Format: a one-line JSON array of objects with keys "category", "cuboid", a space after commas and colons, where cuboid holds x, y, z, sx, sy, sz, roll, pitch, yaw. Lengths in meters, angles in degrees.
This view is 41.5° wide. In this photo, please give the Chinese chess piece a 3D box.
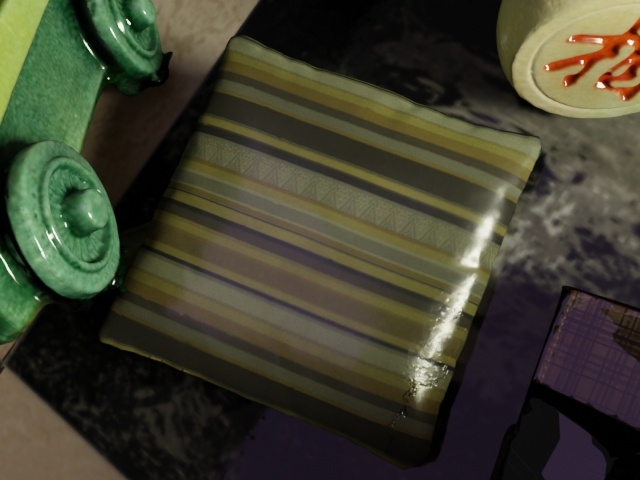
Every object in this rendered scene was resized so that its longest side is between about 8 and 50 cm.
[{"category": "Chinese chess piece", "cuboid": [0.157, -0.115, 0.460, 0.122, 0.122, 0.051, -5, 66, 16]}]

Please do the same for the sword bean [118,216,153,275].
[{"category": "sword bean", "cuboid": [-0.189, 0.029, 0.551, 0.269, 0.043, 0.038, -18, 83, -4]}]

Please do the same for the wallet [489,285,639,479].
[{"category": "wallet", "cuboid": [0.147, 0.148, 0.444, 0.124, 0.042, 0.230, 20, 86, 18]}]

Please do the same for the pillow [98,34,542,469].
[{"category": "pillow", "cuboid": [0.000, 0.000, 0.509, 0.208, 0.052, 0.212, 21, 84, 9]}]

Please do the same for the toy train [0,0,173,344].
[{"category": "toy train", "cuboid": [-0.212, -0.106, 0.478, 0.150, 0.237, 0.369, -19, 43, 19]}]
